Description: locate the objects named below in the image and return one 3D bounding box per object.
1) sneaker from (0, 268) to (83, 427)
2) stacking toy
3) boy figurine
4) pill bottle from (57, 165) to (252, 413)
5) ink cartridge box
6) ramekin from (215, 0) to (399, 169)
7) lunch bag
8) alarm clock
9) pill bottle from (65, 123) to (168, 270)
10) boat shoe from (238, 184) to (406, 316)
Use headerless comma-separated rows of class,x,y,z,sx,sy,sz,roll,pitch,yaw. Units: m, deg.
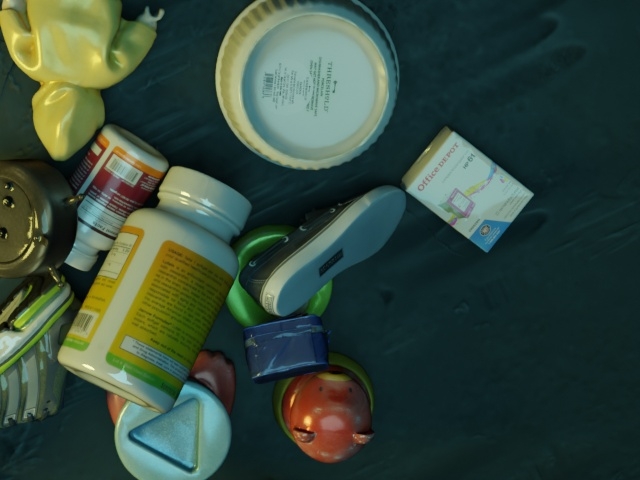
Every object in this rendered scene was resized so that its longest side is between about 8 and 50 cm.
sneaker,-0.356,0.175,1.886,0.121,0.111,0.300,44,86,-19
stacking toy,-0.094,0.139,1.904,0.309,0.130,0.279,-9,103,-4
boy figurine,-0.258,-0.229,1.829,0.177,0.092,0.285,1,103,-6
pill bottle,-0.171,0.050,1.829,0.136,0.136,0.245,28,78,-10
ink cartridge box,0.165,-0.059,1.924,0.122,0.052,0.088,37,97,-10
ramekin,-0.011,-0.173,1.854,0.207,0.109,0.207,-1,103,-5
lunch bag,-0.034,0.114,1.846,0.098,0.067,0.065,-12,78,-2
alarm clock,-0.345,-0.030,1.845,0.192,0.064,0.129,23,106,31
pill bottle,-0.242,-0.046,1.872,0.086,0.086,0.152,33,98,-11
boat shoe,0.000,0.000,1.885,0.228,0.076,0.080,-41,145,-29
